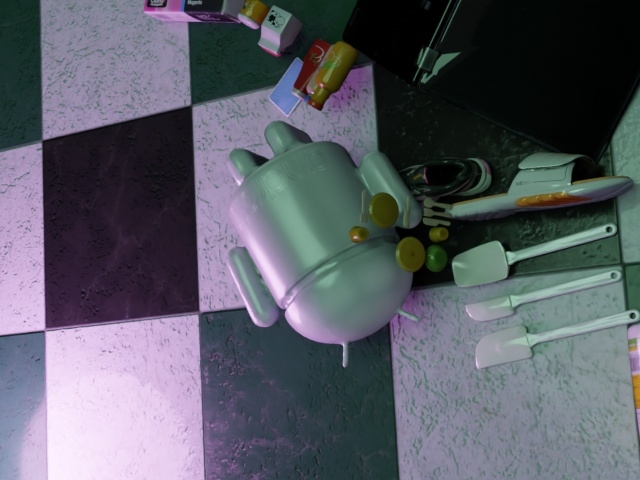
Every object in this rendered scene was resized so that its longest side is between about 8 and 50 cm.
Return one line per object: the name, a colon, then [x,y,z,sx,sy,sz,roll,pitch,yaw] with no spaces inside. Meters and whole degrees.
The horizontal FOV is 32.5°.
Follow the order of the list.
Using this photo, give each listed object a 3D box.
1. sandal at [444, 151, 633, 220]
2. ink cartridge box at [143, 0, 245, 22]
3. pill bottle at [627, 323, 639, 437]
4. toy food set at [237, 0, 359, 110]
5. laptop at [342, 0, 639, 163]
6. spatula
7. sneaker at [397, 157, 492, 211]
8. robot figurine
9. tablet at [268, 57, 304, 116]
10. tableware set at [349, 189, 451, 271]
sandal: [0.283,-0.080,1.483,0.265,0.102,0.076,-9,82,33]
ink cartridge box: [-0.187,-0.555,1.856,0.175,0.069,0.371,8,86,32]
pill bottle: [0.452,0.218,1.321,0.136,0.136,0.246,-10,79,30]
toy food set: [-0.043,-0.280,1.693,0.232,0.111,0.104,32,92,28]
laptop: [0.275,-0.371,1.555,0.382,0.236,0.408,-65,30,14]
spatula: [0.303,0.068,1.501,0.242,0.019,0.168,-18,74,29]
sneaker: [0.150,-0.088,1.579,0.178,0.077,0.072,-20,73,30]
robot figurine: [0.000,0.000,1.582,0.300,0.200,0.353,-37,72,18]
tablet: [-0.044,-0.246,1.761,0.054,0.006,0.083,46,109,27]
tableware set: [0.110,-0.010,1.486,0.024,0.154,0.104,-7,78,61]
